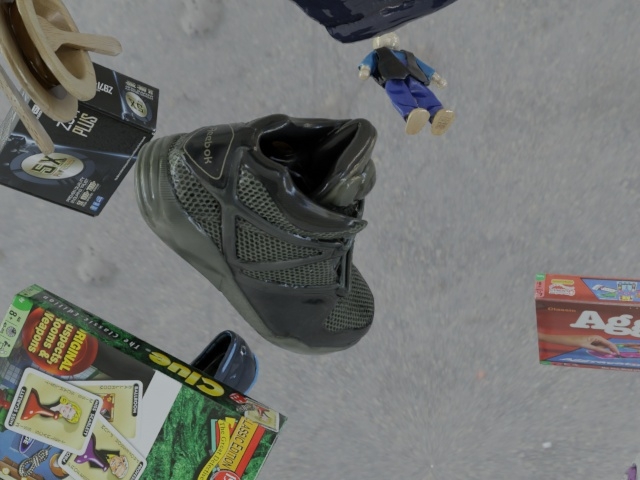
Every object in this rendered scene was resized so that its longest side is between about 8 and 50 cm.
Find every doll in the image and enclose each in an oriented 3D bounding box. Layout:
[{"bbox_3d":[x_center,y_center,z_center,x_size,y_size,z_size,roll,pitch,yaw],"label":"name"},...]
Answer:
[{"bbox_3d":[0.114,-0.212,1.423,0.129,0.046,0.189,-1,45,-25],"label":"doll"}]

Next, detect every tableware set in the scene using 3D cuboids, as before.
[{"bbox_3d":[-0.161,-0.149,0.538,0.039,0.128,0.194,-23,121,8],"label":"tableware set"}]

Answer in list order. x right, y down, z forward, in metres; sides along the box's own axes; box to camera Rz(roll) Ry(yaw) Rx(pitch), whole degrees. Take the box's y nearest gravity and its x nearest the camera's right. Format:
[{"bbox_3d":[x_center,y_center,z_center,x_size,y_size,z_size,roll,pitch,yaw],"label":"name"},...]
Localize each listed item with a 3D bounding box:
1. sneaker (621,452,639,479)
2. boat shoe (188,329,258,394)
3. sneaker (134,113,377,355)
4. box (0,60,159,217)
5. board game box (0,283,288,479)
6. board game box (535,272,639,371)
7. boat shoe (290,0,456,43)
[{"bbox_3d":[0.269,0.222,0.609,0.152,0.305,0.114,2,109,-13],"label":"sneaker"},{"bbox_3d":[-0.186,0.208,1.322,0.109,0.089,0.258,17,54,32],"label":"boat shoe"},{"bbox_3d":[0.000,0.000,0.680,0.130,0.227,0.087,-14,50,27],"label":"sneaker"},{"bbox_3d":[-0.299,-0.128,1.301,0.147,0.180,0.077,21,45,-25],"label":"box"},{"bbox_3d":[-0.132,0.166,0.505,0.136,0.030,0.260,26,98,0],"label":"board game box"},{"bbox_3d":[0.319,0.075,0.878,0.281,0.145,0.027,3,62,15],"label":"board game box"},{"bbox_3d":[0.054,-0.193,0.395,0.158,0.340,0.127,27,62,-27],"label":"boat shoe"}]
